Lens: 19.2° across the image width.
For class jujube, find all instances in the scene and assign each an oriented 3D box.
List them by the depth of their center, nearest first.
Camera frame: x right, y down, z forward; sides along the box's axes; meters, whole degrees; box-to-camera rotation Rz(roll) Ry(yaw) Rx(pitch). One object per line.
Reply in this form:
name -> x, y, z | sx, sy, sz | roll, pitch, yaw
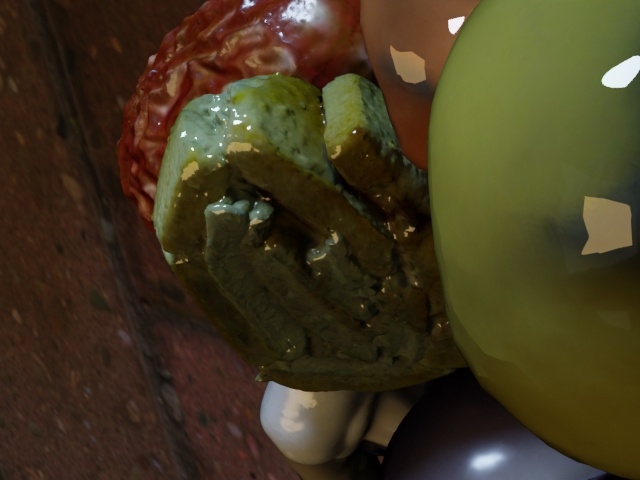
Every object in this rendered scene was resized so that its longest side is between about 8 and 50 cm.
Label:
jujube -> -0.015, -0.054, 0.799 | 0.112, 0.109, 0.176 | 26, 141, -17

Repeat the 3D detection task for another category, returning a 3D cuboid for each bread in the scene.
bread -> 0.000, 0.000, 0.723 | 0.117, 0.064, 0.156 | -17, 136, 25

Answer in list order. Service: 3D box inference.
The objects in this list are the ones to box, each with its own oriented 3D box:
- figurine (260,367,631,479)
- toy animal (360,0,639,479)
figurine -> 0.070, 0.105, 0.784 | 0.222, 0.145, 0.145 | 36, 141, 32
toy animal -> 0.138, -0.017, 0.544 | 0.338, 0.191, 0.216 | -3, 113, 53
